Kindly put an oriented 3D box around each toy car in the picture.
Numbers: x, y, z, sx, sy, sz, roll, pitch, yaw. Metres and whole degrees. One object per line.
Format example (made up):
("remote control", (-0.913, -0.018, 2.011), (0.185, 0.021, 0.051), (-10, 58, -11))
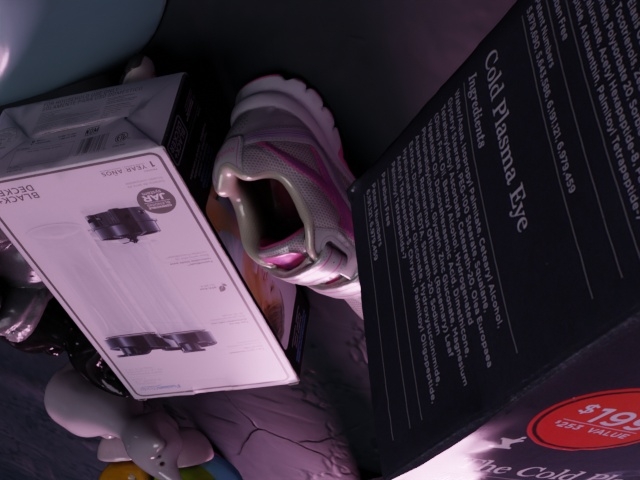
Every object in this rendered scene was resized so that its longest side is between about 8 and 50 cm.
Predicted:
("toy car", (-0.163, 0.286, 1.144), (0.182, 0.136, 0.159), (-5, 89, 38))

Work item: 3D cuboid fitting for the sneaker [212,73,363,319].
("sneaker", (0.000, 0.000, 0.784), (0.252, 0.111, 0.103), (48, 137, -15))

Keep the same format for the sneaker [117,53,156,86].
("sneaker", (-0.125, -0.085, 0.839), (0.075, 0.057, 0.161), (6, 133, 4))

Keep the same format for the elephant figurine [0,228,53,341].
("elephant figurine", (-0.351, -0.018, 0.975), (0.239, 0.186, 0.169), (32, 108, 43))

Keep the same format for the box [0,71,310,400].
("box", (-0.135, 0.012, 0.834), (0.169, 0.087, 0.290), (-9, 135, 18))

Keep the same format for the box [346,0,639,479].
("box", (0.238, -0.004, 0.465), (0.343, 0.179, 0.312), (11, 144, -24))

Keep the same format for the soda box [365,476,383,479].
("soda box", (-0.055, 0.330, 1.018), (0.286, 0.098, 0.091), (-10, 137, -15))

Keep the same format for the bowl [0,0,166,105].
("bowl", (-0.284, -0.215, 0.732), (0.311, 0.163, 0.312), (19, 137, 18))

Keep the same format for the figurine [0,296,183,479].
("figurine", (-0.229, 0.144, 1.032), (0.209, 0.092, 0.215), (21, 142, 46))
